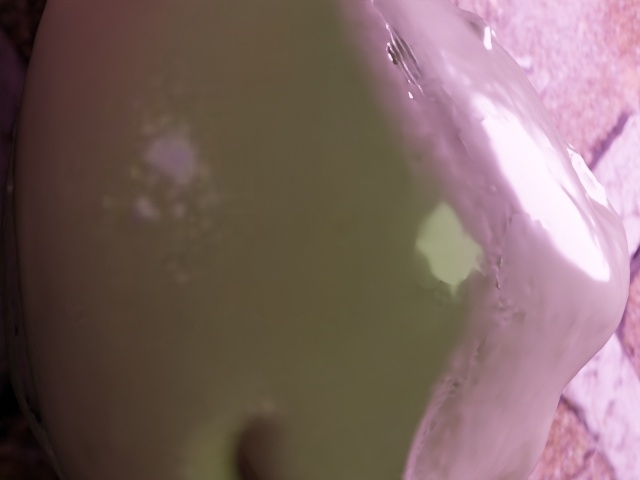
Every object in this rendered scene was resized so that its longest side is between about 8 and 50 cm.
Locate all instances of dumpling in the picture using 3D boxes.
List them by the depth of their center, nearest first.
[{"bbox_3d":[0.000,0.000,0.754,0.315,0.233,0.395,22,48,-78],"label":"dumpling"}]
